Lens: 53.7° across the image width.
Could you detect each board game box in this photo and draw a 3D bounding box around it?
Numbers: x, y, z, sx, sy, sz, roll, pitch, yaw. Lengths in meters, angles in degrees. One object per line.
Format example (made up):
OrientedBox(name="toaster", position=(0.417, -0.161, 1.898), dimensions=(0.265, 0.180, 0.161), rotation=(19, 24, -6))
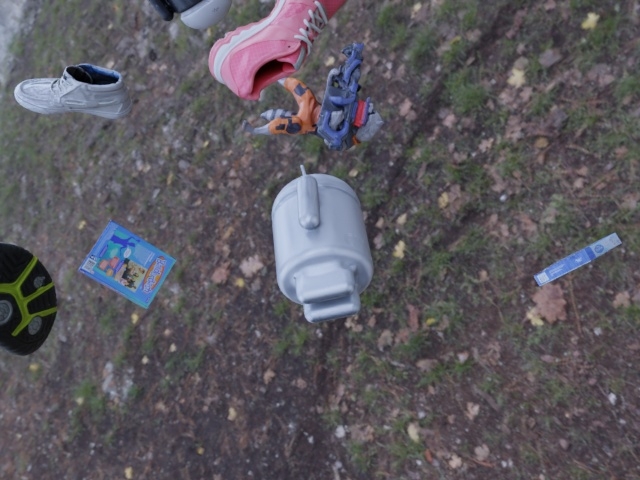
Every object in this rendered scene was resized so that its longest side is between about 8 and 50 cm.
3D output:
OrientedBox(name="board game box", position=(0.357, 0.026, 0.881), dimensions=(0.090, 0.090, 0.020), rotation=(-41, 72, 49))
OrientedBox(name="board game box", position=(-0.530, 0.068, 1.745), dimensions=(0.047, 0.210, 0.160), rotation=(-18, 41, 62))

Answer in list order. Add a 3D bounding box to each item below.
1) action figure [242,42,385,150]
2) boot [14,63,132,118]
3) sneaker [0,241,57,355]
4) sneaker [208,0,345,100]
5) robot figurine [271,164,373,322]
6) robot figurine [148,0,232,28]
OrientedBox(name="action figure", position=(0.009, -0.349, 1.617), dimensions=(0.179, 0.330, 0.341), rotation=(97, -167, -61))
OrientedBox(name="boot", position=(-0.551, -0.344, 1.392), dimensions=(0.123, 0.258, 0.095), rotation=(105, 168, -63))
OrientedBox(name="sneaker", position=(-0.556, 0.043, 0.969), dimensions=(0.147, 0.385, 0.145), rotation=(4, 52, 27))
OrientedBox(name="sneaker", position=(-0.048, -0.367, 1.151), dimensions=(0.314, 0.116, 0.136), rotation=(-40, 59, 3))
OrientedBox(name="robot figurine", position=(0.000, 0.000, 1.353), dimensions=(0.199, 0.300, 0.354), rotation=(-10, 51, 2))
OrientedBox(name="robot figurine", position=(-0.362, -0.721, 1.735), dimensions=(0.209, 0.278, 0.174), rotation=(-14, 35, 34))
